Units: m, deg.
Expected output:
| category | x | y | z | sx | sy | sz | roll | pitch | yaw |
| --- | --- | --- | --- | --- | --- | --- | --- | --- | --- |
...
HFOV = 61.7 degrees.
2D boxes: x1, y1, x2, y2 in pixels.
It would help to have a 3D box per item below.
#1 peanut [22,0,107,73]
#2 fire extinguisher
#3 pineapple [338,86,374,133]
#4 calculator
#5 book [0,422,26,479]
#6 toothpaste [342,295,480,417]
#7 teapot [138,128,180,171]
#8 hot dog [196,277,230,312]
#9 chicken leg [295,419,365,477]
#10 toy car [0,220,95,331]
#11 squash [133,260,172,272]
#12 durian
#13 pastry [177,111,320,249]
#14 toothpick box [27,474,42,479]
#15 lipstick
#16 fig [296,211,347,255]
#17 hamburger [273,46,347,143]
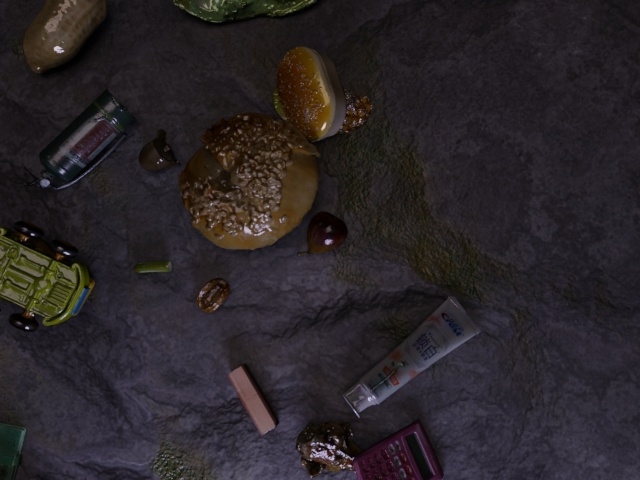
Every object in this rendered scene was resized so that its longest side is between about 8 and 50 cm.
| category | x | y | z | sx | sy | sz | roll | pitch | yaw |
| --- | --- | --- | --- | --- | --- | --- | --- | --- | --- |
| peanut | -0.615 | -0.510 | 1.281 | 0.122 | 0.137 | 0.253 | 36 | 80 | -37 |
| fire extinguisher | -0.563 | -0.213 | 1.236 | 0.294 | 0.118 | 0.093 | -47 | 46 | -6 |
| pineapple | 0.064 | -0.312 | 1.231 | 0.114 | 0.114 | 0.077 | -31 | 61 | -8 |
| calculator | 0.157 | 0.456 | 1.079 | 0.190 | 0.034 | 0.127 | -17 | 79 | -31 |
| book | -0.695 | 0.464 | 1.150 | 0.103 | 0.017 | 0.135 | 9 | 80 | 4 |
| toothpaste | 0.190 | 0.250 | 1.138 | 0.323 | 0.066 | 0.100 | -36 | 81 | -10 |
| teapot | -0.375 | -0.208 | 1.253 | 0.080 | 0.085 | 0.110 | -29 | 49 | 19 |
| hot dog | -0.238 | 0.122 | 1.188 | 0.058 | 0.035 | 0.083 | 40 | 83 | 12 |
| chicken leg | 0.045 | 0.436 | 1.104 | 0.196 | 0.080 | 0.125 | 9 | 90 | -4 |
| toy car | -0.617 | 0.078 | 1.158 | 0.247 | 0.142 | 0.200 | 30 | 82 | -3 |
| squash | -0.380 | 0.060 | 1.209 | 0.083 | 0.027 | 0.028 | -1 | 79 | 2 |
| durian | -0.161 | -0.641 | 1.273 | 0.394 | 0.163 | 0.198 | -2 | 82 | -5 |
| pastry | -0.157 | -0.129 | 1.138 | 0.315 | 0.184 | 0.284 | -40 | 81 | 6 |
| toothpick box | -0.575 | 0.570 | 1.085 | 0.098 | 0.098 | 0.149 | -40 | 80 | -5 |
| lipstick | -0.143 | 0.336 | 1.139 | 0.045 | 0.045 | 0.145 | -32 | 81 | -1 |
| fig | 0.000 | 0.000 | 1.187 | 0.089 | 0.089 | 0.125 | 39 | 108 | 8 |
| hamburger | -0.028 | -0.322 | 1.201 | 0.116 | 0.173 | 0.210 | -11 | 80 | -29 |
